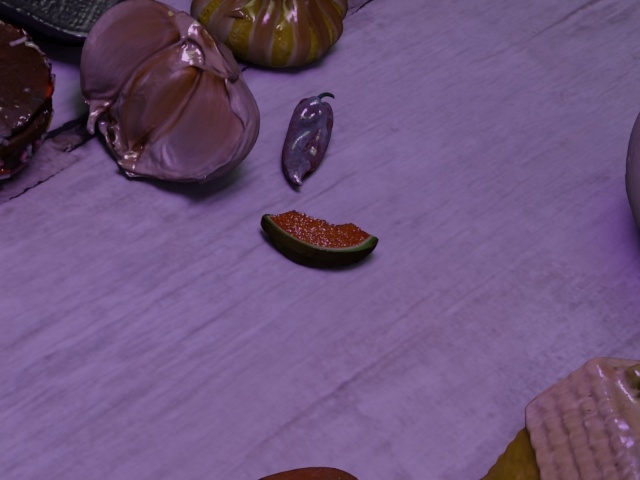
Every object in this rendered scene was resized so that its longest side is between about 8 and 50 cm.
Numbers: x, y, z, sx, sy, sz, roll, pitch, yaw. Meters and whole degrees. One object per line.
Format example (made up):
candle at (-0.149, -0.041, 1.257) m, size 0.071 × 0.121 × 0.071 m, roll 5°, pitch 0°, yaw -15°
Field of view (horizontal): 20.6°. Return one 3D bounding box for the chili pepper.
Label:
chili pepper at (-0.016, -0.119, 2.076) m, size 0.050 × 0.041 × 0.153 m, roll 6°, pitch 56°, yaw 13°

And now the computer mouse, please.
computer mouse at (-0.330, -0.293, 2.097) m, size 0.264 × 0.088 × 0.147 m, roll 24°, pitch 58°, yaw 3°

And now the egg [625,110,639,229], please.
egg at (0.472, -0.053, 2.085) m, size 0.337 × 0.201 × 0.337 m, roll 23°, pitch 48°, yaw -29°

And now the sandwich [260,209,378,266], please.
sandwich at (-0.002, 0.001, 1.962) m, size 0.135 × 0.029 × 0.067 m, roll 10°, pitch 37°, yaw -11°

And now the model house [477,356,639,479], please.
model house at (0.262, 0.239, 1.662) m, size 0.174 × 0.234 × 0.193 m, roll 5°, pitch 42°, yaw -18°

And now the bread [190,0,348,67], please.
bread at (-0.060, -0.307, 2.213) m, size 0.213 × 0.105 × 0.213 m, roll 14°, pitch 41°, yaw -13°

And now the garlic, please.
garlic at (-0.167, -0.167, 2.002) m, size 0.229 × 0.178 × 0.143 m, roll 49°, pitch 14°, yaw 5°

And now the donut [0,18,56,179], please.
donut at (-0.418, -0.159, 1.907) m, size 0.269 × 0.103 × 0.270 m, roll 14°, pitch 40°, yaw -12°

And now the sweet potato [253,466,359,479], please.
sweet potato at (0.014, 0.246, 1.691) m, size 0.194 × 0.056 × 0.056 m, roll 9°, pitch 42°, yaw -19°
